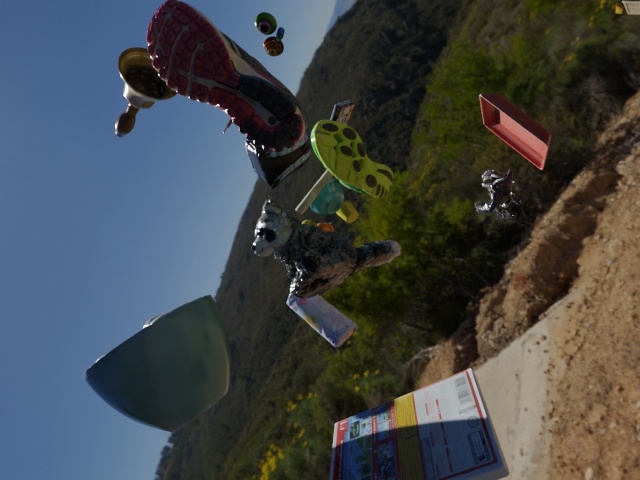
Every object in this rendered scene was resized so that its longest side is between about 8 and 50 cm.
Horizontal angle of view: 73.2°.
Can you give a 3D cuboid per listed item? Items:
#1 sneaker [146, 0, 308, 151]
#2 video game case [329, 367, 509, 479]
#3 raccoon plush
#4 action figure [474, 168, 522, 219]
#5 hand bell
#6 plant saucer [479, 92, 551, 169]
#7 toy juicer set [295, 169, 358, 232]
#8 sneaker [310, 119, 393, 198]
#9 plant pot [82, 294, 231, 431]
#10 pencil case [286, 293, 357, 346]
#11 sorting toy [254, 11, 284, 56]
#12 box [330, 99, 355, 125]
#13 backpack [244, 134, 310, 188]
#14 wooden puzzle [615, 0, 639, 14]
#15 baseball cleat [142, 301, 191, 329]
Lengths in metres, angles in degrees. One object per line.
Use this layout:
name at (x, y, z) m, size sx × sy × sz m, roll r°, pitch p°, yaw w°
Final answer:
sneaker at (-0.151, -0.259, 0.707) m, size 0.121 × 0.299 × 0.112 m, roll -45°, pitch 9°, yaw 22°
video game case at (0.142, 0.335, 0.708) m, size 0.285 × 0.025 × 0.204 m, roll -29°, pitch 17°, yaw 17°
raccoon plush at (0.000, 0.000, 1.391) m, size 0.299 × 0.447 × 0.216 m, roll 61°, pitch 138°, yaw 25°
action figure at (0.638, -0.165, 1.563) m, size 0.141 × 0.276 × 0.164 m, roll 23°, pitch 90°, yaw 39°
hand bell at (-0.422, -0.302, 0.971) m, size 0.242 × 0.126 × 0.126 m, roll -31°, pitch 38°, yaw 45°
plant saucer at (0.624, -0.353, 1.365) m, size 0.047 × 0.259 × 0.258 m, roll -47°, pitch -22°, yaw 11°
toy juicer set at (-0.002, -0.122, 1.510) m, size 0.209 × 0.089 × 0.329 m, roll -39°, pitch -32°, yaw 1°
sneaker at (0.058, -0.174, 0.993) m, size 0.295 × 0.124 × 0.109 m, roll 30°, pitch -100°, yaw -51°
plant pot at (-0.304, 0.276, 0.906) m, size 0.290 × 0.195 × 0.290 m, roll -34°, pitch -4°, yaw -2°
pencil case at (0.003, 0.269, 1.591) m, size 0.124 × 0.273 × 0.113 m, roll -30°, pitch -28°, yaw -44°
sorting toy at (-0.114, -0.469, 0.994) m, size 0.102 × 0.061 × 0.042 m, roll 62°, pitch -153°, yaw -48°
box at (0.063, -0.399, 1.452) m, size 0.094 × 0.027 × 0.137 m, roll -38°, pitch -24°, yaw -47°
backpack at (-0.122, -0.270, 1.302) m, size 0.117 × 0.173 × 0.158 m, roll 44°, pitch 161°, yaw 38°
wooden puzzle at (0.822, -0.602, 1.109) m, size 0.116 × 0.079 × 0.014 m, roll 32°, pitch 108°, yaw 39°
baseball cleat at (-0.444, 0.234, 1.305) m, size 0.206 × 0.109 × 0.072 m, roll -5°, pitch -97°, yaw -62°
